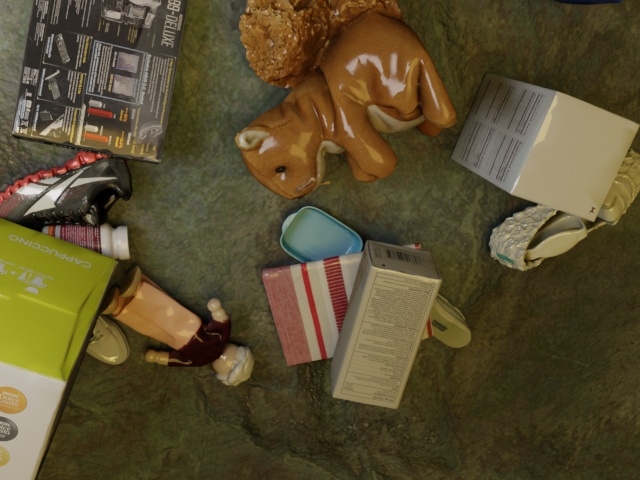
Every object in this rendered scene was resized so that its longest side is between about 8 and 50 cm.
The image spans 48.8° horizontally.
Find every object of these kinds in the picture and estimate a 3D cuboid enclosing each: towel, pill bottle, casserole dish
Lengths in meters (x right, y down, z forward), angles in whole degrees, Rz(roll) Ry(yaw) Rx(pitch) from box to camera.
[{"bbox_3d":[0.061,0.133,1.486,0.328,0.037,0.237,-11,116,3],"label":"towel"},{"bbox_3d":[-0.437,0.009,1.323,0.151,0.086,0.086,-5,111,-13],"label":"pill bottle"},{"bbox_3d":[0.000,0.000,1.464,0.188,0.037,0.114,32,100,-22],"label":"casserole dish"}]

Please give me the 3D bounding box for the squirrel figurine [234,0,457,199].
[{"bbox_3d":[0.001,-0.275,1.275,0.370,0.281,0.397,-26,100,7],"label":"squirrel figurine"}]

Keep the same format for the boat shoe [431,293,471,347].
[{"bbox_3d":[0.241,0.152,1.562,0.227,0.081,0.079,37,115,-20],"label":"boat shoe"}]

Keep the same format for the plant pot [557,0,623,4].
[{"bbox_3d":[0.452,-0.576,1.269,0.212,0.236,0.236,18,105,-14],"label":"plant pot"}]

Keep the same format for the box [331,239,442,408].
[{"bbox_3d":[0.124,0.172,1.419,0.147,0.121,0.311,13,114,-8],"label":"box"}]

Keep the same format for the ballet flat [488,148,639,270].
[{"bbox_3d":[0.566,-0.050,1.544,0.408,0.147,0.147,-31,114,-3],"label":"ballet flat"}]

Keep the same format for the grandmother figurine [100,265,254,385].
[{"bbox_3d":[-0.266,0.186,1.435,0.207,0.104,0.342,-34,121,28],"label":"grandmother figurine"}]

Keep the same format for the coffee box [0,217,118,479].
[{"bbox_3d":[-0.570,0.184,1.155,0.337,0.338,0.335,21,118,-13],"label":"coffee box"}]

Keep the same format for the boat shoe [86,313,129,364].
[{"bbox_3d":[-0.461,0.173,1.383,0.083,0.076,0.226,-37,115,1],"label":"boat shoe"}]

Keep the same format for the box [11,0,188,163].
[{"bbox_3d":[-0.367,-0.301,1.190,0.242,0.076,0.308,9,92,-19],"label":"box"}]

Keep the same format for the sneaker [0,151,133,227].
[{"bbox_3d":[-0.457,-0.071,1.259,0.276,0.098,0.135,-26,76,-5],"label":"sneaker"}]

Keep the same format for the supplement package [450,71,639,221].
[{"bbox_3d":[0.427,-0.190,1.382,0.199,0.263,0.198,15,105,-20],"label":"supplement package"}]
